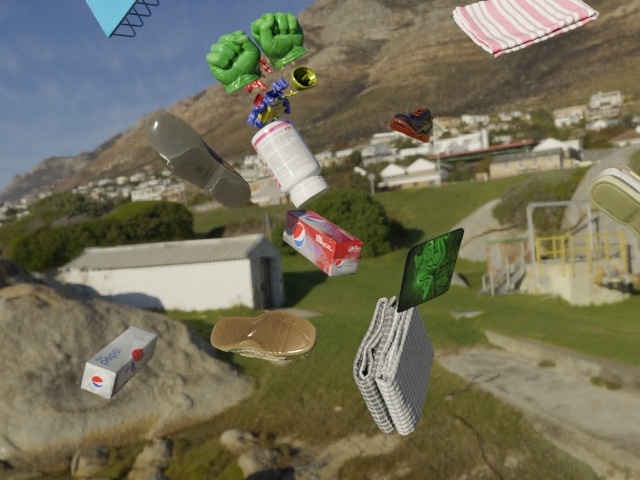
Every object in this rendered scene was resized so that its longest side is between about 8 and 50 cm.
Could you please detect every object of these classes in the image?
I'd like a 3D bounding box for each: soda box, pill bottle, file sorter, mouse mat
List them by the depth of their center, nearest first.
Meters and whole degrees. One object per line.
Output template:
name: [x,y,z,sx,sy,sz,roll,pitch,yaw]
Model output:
mouse mat: [0.231,0.066,1.307,0.152,0.190,0.007,-19,44,-26]
file sorter: [-0.492,-0.621,1.582,0.170,0.118,0.104,-36,-7,33]
soda box: [0.000,0.000,1.596,0.083,0.092,0.263,-1,21,-31]
soda box: [-0.604,0.364,1.881,0.098,0.091,0.286,19,16,6]
pill bottle: [-0.098,-0.262,2.115,0.160,0.283,0.160,-32,-5,-3]

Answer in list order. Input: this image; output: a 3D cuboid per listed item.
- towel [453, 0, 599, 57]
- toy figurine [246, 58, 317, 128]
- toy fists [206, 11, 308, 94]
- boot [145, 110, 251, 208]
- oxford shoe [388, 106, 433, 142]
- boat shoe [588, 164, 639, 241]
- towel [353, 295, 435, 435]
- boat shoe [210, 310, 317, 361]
towel: [0.340,-0.378,1.033,0.197,0.144,0.029,-22,-41,-4]
toy figurine: [-0.188,-0.512,2.232,0.362,0.191,0.217,-43,-10,-49]
toy fists: [-0.168,-0.512,1.646,0.279,0.142,0.096,-32,15,-11]
boot: [-0.293,-0.190,1.494,0.112,0.305,0.115,-47,6,7]
oxford shoe: [0.285,-0.372,1.910,0.096,0.098,0.271,26,12,20]
boat shoe: [0.705,-0.043,1.281,0.103,0.302,0.113,-40,-7,-33]
towel: [0.183,0.307,1.550,0.121,0.235,0.284,-4,41,26]
boat shoe: [-0.121,0.227,1.444,0.285,0.105,0.089,-1,-28,31]
